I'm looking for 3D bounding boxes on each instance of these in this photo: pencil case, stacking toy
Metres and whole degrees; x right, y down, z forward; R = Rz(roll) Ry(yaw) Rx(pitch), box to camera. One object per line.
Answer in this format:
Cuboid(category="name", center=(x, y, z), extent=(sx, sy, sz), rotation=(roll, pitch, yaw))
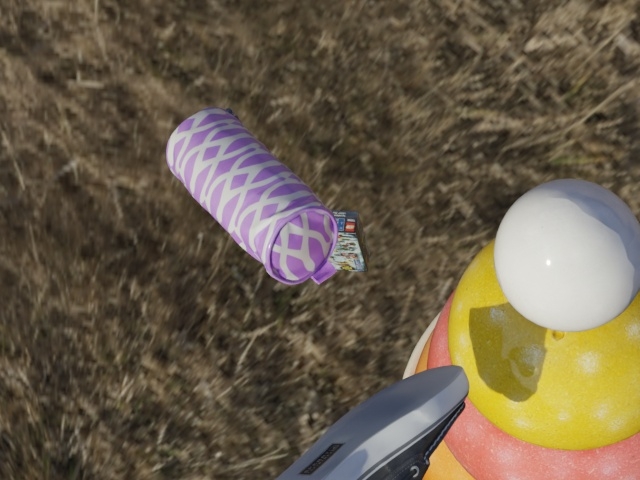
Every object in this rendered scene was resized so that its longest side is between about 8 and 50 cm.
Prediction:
Cuboid(category="pencil case", center=(-0.065, -0.043, 1.330), extent=(0.086, 0.088, 0.206), rotation=(-33, 46, -11))
Cuboid(category="stacking toy", center=(0.216, 0.097, 1.258), extent=(0.350, 0.480, 0.351), rotation=(-4, 65, 9))

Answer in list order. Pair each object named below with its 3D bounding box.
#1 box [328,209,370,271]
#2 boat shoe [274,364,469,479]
Cuboid(category="box", center=(0.000, 0.000, 1.541), extent=(0.093, 0.137, 0.027), rotation=(4, 72, 9))
Cuboid(category="boat shoe", center=(0.036, 0.178, 1.061), extent=(0.228, 0.080, 0.076), rotation=(-37, 108, -35))
